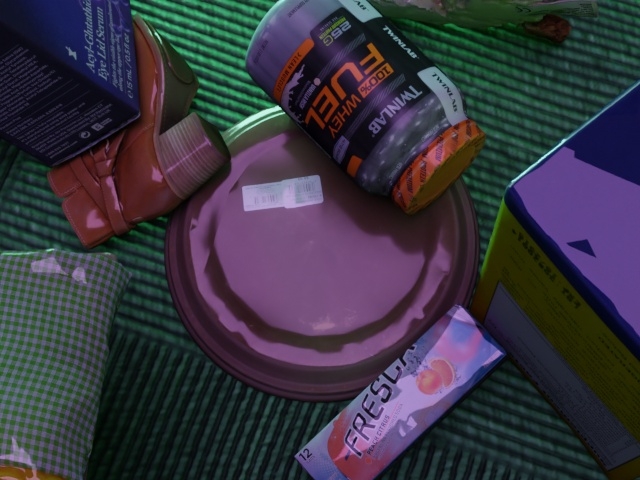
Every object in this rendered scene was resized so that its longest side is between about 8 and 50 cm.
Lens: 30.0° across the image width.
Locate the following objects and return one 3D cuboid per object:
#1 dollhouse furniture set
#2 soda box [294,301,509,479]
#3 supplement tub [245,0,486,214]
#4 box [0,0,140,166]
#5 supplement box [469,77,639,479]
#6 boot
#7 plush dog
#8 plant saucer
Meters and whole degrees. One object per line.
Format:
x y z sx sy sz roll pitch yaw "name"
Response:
-0.291 0.076 0.723 0.301 0.151 0.198 -2 65 13 "dollhouse furniture set"
0.067 0.133 0.962 0.183 0.063 0.058 -44 76 2 "soda box"
0.038 -0.119 0.985 0.117 0.117 0.190 -42 76 -9 "supplement tub"
-0.258 -0.182 0.978 0.108 0.207 0.153 -26 56 24 "box"
0.248 0.028 0.849 0.195 0.356 0.194 -38 76 -7 "supplement box"
-0.178 -0.099 1.056 0.152 0.073 0.197 -33 55 12 "boot"
0.153 -0.306 1.043 0.210 0.262 0.225 12 83 -29 "plush dog"
0.000 0.000 1.034 0.277 0.041 0.278 -1 74 3 "plant saucer"
